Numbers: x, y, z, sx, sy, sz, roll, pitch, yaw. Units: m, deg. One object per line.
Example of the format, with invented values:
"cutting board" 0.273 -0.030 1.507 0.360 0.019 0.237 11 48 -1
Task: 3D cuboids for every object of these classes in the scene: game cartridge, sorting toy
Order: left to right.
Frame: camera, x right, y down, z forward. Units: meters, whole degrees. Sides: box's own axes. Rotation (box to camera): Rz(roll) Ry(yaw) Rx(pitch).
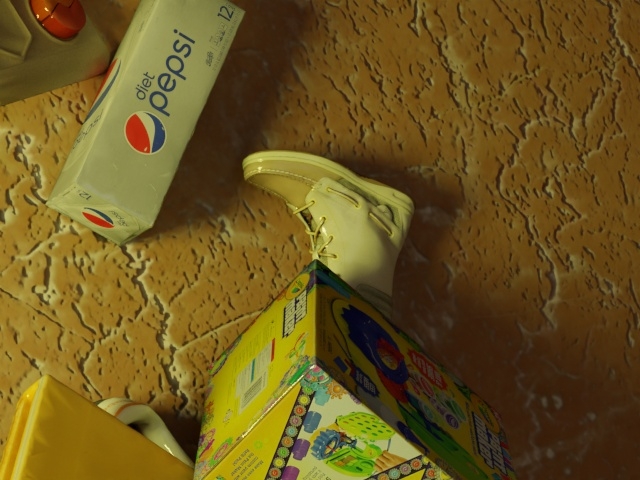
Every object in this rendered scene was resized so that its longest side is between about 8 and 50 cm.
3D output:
"sorting toy" -0.341 -0.250 1.679 0.229 0.041 0.307 62 30 -2
"game cartridge" -0.151 0.302 1.469 0.324 0.053 0.285 39 29 -22

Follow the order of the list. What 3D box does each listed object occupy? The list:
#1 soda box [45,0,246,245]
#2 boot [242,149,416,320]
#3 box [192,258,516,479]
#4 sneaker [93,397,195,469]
"soda box" -0.185 -0.144 1.782 0.098 0.091 0.286 30 64 -20
"boot" 0.000 0.000 1.853 0.213 0.077 0.165 20 69 -23
"box" 0.039 0.210 1.667 0.279 0.290 0.177 41 104 -13
"sneaker" -0.169 0.309 1.641 0.126 0.127 0.321 -20 87 -33
